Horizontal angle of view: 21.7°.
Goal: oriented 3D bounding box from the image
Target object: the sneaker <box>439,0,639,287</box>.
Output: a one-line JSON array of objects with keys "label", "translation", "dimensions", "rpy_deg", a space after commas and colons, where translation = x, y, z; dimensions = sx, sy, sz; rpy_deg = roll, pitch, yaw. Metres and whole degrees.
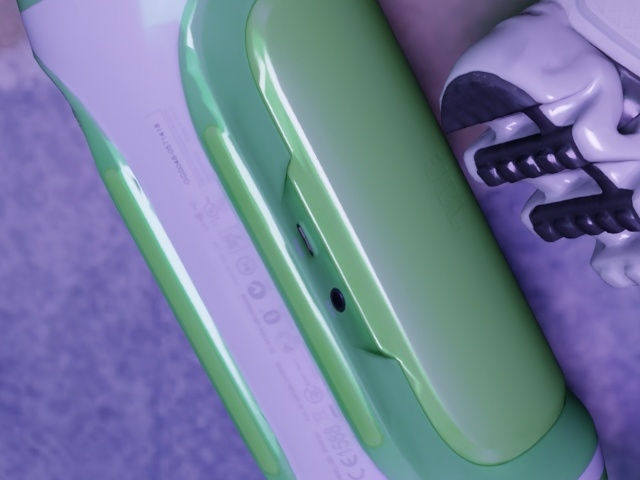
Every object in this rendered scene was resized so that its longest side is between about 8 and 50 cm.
[{"label": "sneaker", "translation": [0.176, 0.009, 0.610], "dimensions": [0.292, 0.110, 0.118], "rpy_deg": [48, 70, -18]}]

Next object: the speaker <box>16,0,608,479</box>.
[{"label": "speaker", "translation": [0.000, 0.000, 0.630], "dimensions": [0.131, 0.131, 0.296], "rpy_deg": [-24, 101, 18]}]
